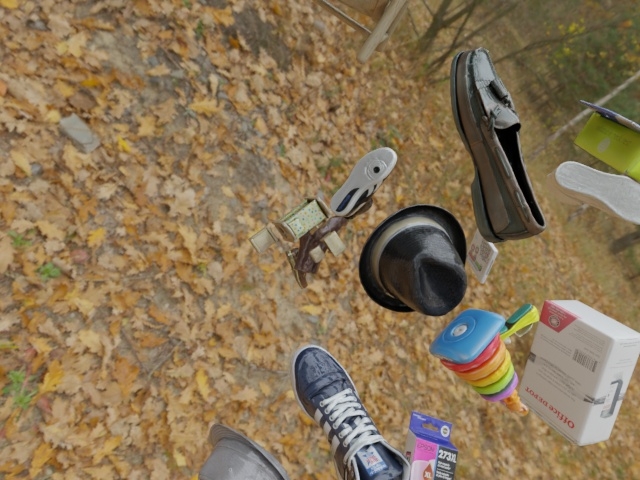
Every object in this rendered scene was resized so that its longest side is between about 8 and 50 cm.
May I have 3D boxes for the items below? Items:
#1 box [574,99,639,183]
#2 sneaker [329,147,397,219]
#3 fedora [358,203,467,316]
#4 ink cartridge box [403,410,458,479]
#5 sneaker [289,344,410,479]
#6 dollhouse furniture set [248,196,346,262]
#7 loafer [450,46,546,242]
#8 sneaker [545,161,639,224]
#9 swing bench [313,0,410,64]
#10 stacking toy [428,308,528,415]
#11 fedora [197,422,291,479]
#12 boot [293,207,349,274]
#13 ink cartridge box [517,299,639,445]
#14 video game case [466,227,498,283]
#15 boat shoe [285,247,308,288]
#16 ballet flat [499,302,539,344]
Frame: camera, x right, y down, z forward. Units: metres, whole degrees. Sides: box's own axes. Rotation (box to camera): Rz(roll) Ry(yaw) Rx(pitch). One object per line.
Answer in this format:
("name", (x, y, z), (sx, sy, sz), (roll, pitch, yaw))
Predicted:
("box", (0.326, -0.065, 0.503), (0.178, 0.042, 0.109), (25, 22, -10))
("sneaker", (0.123, -0.146, 1.382), (0.079, 0.217, 0.121), (51, 16, 21))
("fedora", (0.262, 0.078, 1.328), (0.334, 0.334, 0.152), (36, 10, -35))
("ink cartridge box", (0.346, 0.760, 1.724), (0.175, 0.069, 0.371), (23, 64, -19))
("sneaker", (0.046, 0.292, 0.829), (0.099, 0.153, 0.282), (-24, 85, -17))
("dollhouse furniture set", (-0.045, 0.012, 1.272), (0.161, 0.182, 0.101), (56, -15, -16))
("loafer", (0.246, -0.131, 0.716), (0.096, 0.084, 0.268), (-16, 96, -37))
("sneaker", (0.775, -0.129, 1.480), (0.292, 0.108, 0.169), (28, 3, 8))
("swing bench", (0.045, -0.463, 0.831), (0.253, 0.255, 0.165), (34, 32, -1))
("stacking toy", (0.426, 0.332, 1.330), (0.165, 0.175, 0.302), (-42, 104, -18))
("fedora", (-0.208, 0.603, 1.336), (0.275, 0.244, 0.124), (30, 42, 14))
("boot", (0.000, 0.000, 1.638), (0.248, 0.090, 0.207), (10, 93, -62))
("ink cartridge box", (0.477, 0.241, 0.993), (0.092, 0.218, 0.158), (2, 18, -25))
("video game case", (0.582, 0.053, 1.937), (0.019, 0.143, 0.157), (5, 33, -12))
("boat shoe", (-0.063, 0.091, 1.727), (0.064, 0.060, 0.178), (-119, -171, -45))
("ballet flat", (0.633, 0.301, 1.786), (0.077, 0.231, 0.077), (57, 0, -11))
